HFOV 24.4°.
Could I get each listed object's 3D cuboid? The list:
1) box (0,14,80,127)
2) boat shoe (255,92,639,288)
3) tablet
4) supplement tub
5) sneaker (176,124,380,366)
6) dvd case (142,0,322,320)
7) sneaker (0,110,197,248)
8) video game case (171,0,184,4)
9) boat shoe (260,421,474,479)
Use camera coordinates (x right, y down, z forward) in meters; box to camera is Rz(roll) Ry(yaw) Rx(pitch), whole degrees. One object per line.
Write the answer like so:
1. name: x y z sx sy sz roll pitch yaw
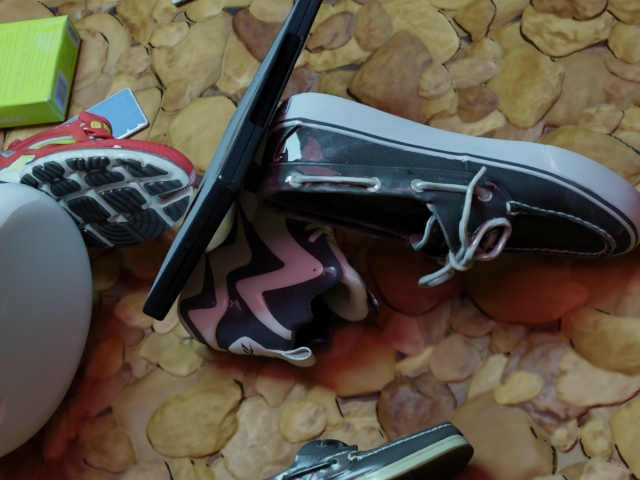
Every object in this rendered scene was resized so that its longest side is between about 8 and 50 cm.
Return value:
1. box: -0.331 -0.160 1.449 0.178 0.042 0.109 -4 58 15
2. boat shoe: 0.102 -0.024 1.145 0.306 0.113 0.105 17 59 -7
3. tablet: -0.208 -0.108 1.400 0.083 0.006 0.054 -29 55 -3
4. supplement tub: -0.376 0.043 1.226 0.316 0.228 0.228 11 63 23
5. sneaker: 0.000 0.000 1.218 0.153 0.094 0.235 22 68 26
6. dvd case: -0.070 -0.074 1.207 0.022 0.180 0.253 27 46 -7
7. sneaker: -0.207 -0.066 1.280 0.279 0.107 0.118 -3 46 42
8. video game case: -0.130 -0.305 1.455 0.087 0.011 0.122 -24 89 2
9. boat shoe: 0.004 0.183 1.111 0.224 0.080 0.073 -28 60 5
